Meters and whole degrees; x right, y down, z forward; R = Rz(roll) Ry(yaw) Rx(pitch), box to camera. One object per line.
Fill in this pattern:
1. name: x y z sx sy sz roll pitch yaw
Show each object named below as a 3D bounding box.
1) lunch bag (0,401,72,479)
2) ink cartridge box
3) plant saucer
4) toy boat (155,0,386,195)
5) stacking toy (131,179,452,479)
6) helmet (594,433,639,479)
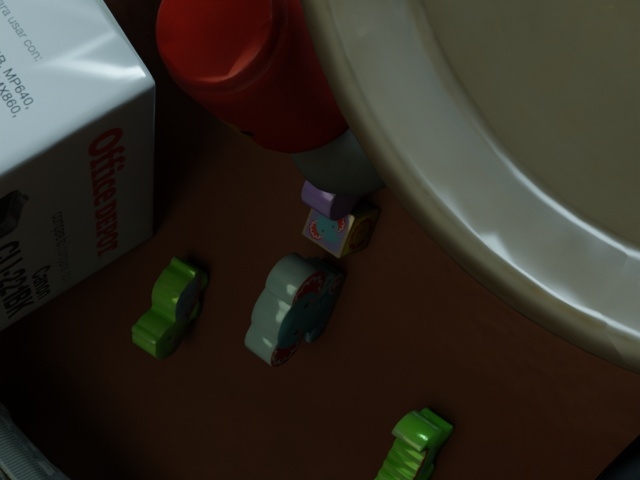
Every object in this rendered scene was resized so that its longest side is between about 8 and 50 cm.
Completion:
1. lunch bag: -0.200 0.225 0.736 0.305 0.212 0.256 46 106 14
2. ink cartridge box: -0.210 -0.007 0.616 0.114 0.273 0.197 53 164 11
3. plant saucer: 0.125 -0.094 0.359 0.277 0.041 0.278 5 106 19
4. toy boat: 0.047 -0.171 0.501 0.267 0.148 0.318 27 93 25
5. stacking toy: 0.000 0.000 0.638 0.167 0.052 0.221 32 118 26
6. helmet: 0.130 0.135 0.410 0.169 0.161 0.169 24 147 17
